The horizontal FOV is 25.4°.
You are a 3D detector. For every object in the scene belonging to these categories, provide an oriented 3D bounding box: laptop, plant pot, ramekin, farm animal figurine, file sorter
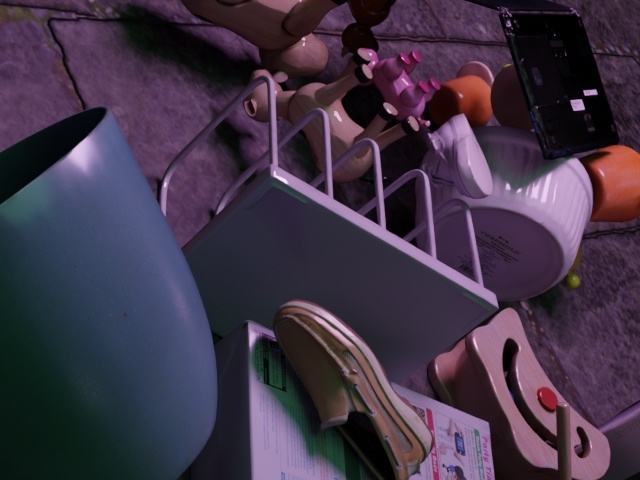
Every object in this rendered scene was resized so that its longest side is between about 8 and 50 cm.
[{"bbox_3d":[0.214,-0.210,1.652,0.234,0.137,0.264,-15,88,-58],"label":"laptop"},{"bbox_3d":[-0.211,0.081,1.007,0.235,0.293,0.293,59,32,-16],"label":"plant pot"},{"bbox_3d":[0.206,-0.022,1.636,0.207,0.207,0.109,35,47,-23],"label":"ramekin"},{"bbox_3d":[-0.034,-0.227,1.560,0.327,0.172,0.330,38,34,-25],"label":"farm animal figurine"},{"bbox_3d":[0.000,0.000,1.388,0.278,0.193,0.173,30,37,-28],"label":"file sorter"}]

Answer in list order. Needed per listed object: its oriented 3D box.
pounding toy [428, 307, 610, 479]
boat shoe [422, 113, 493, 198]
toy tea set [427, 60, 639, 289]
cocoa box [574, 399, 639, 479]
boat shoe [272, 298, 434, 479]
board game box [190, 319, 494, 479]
[{"bbox_3d":[0.247,0.191,1.522,0.154,0.155,0.269,0,59,-43],"label":"pounding toy"},{"bbox_3d":[0.138,-0.084,1.506,0.066,0.063,0.184,59,12,-25],"label":"boat shoe"},{"bbox_3d":[0.284,-0.112,1.810,0.124,0.200,0.336,-10,61,-43],"label":"toy tea set"},{"bbox_3d":[0.496,0.236,1.596,0.231,0.347,0.228,-17,73,-53],"label":"cocoa box"},{"bbox_3d":[0.021,0.136,1.236,0.190,0.068,0.072,46,47,-6],"label":"boat shoe"},{"bbox_3d":[0.030,0.231,1.293,0.303,0.097,0.224,26,43,-30],"label":"board game box"}]
